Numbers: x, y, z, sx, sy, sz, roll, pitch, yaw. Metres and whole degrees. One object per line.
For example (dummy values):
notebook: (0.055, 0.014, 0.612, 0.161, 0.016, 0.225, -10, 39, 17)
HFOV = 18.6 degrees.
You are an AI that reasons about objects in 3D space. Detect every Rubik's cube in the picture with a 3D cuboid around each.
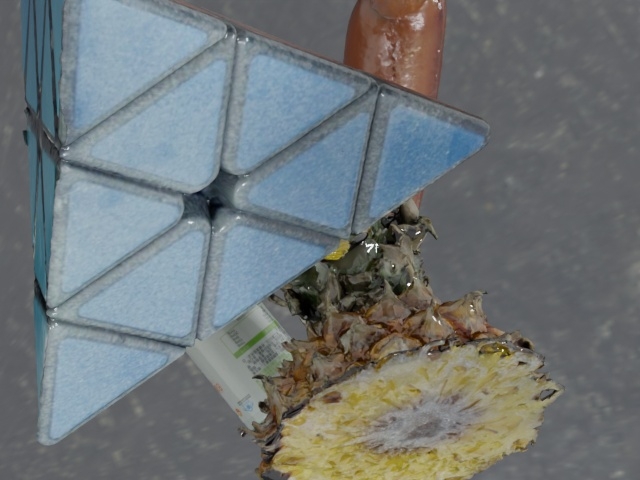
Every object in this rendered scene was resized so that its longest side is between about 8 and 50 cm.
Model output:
Rubik's cube: (-0.088, -0.064, 1.066, 0.233, 0.228, 0.229, 56, 41, -15)

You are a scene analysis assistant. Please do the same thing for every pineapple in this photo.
pineapple: (0.036, 0.051, 1.631, 0.262, 0.262, 0.272, -5, 53, -17)

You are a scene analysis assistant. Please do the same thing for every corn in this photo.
corn: (0.000, 0.000, 1.485, 0.027, 0.083, 0.028, -8, 84, 22)

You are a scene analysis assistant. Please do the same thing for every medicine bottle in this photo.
medicine bottle: (-0.068, 0.106, 1.807, 0.086, 0.086, 0.183, -38, 88, -19)

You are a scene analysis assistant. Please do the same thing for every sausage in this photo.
sausage: (0.067, -0.129, 1.951, 0.102, 0.330, 0.102, 3, 40, -2)
